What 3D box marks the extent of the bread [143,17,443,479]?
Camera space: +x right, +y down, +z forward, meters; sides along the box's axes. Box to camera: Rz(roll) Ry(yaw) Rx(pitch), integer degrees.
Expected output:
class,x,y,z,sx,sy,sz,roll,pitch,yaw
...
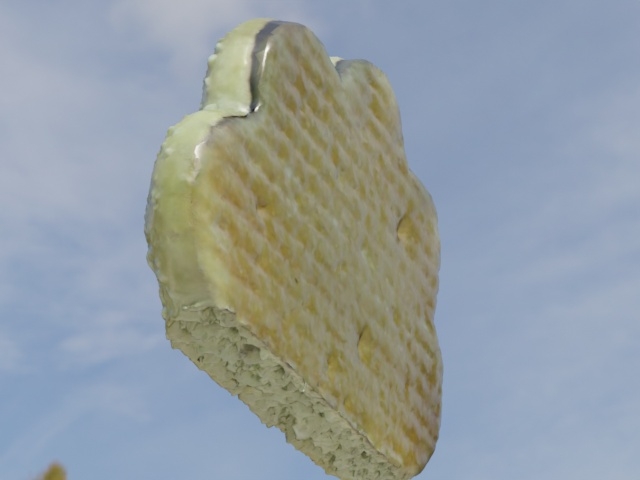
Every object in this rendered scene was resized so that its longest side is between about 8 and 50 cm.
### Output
class,x,y,z,sx,sy,sz,roll,pitch,yaw
bread,0.000,0.000,0.646,0.056,0.207,0.286,-5,-34,24
